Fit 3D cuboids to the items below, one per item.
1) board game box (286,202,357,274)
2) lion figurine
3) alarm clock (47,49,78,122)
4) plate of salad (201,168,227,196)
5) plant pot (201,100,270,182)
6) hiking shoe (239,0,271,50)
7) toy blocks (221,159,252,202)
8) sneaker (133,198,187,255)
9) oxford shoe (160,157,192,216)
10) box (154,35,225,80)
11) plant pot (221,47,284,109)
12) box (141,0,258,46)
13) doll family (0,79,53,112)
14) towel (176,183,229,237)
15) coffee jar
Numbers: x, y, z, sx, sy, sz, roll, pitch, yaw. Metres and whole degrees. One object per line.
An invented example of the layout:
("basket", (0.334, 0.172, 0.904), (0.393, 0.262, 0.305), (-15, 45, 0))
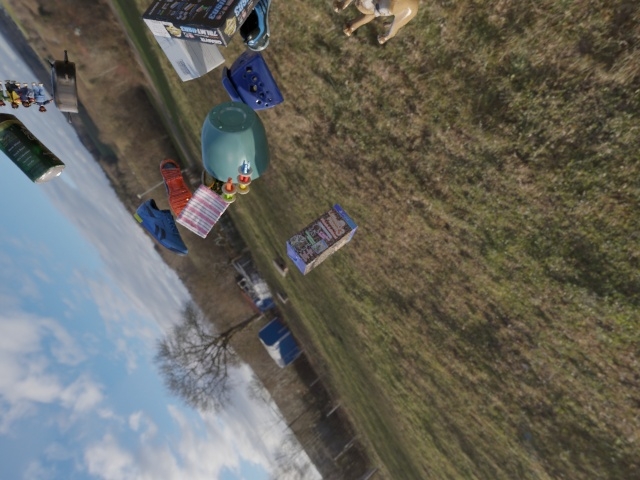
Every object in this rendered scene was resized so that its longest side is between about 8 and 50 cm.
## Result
("board game box", (0.000, 0.000, 1.854), (0.141, 0.291, 0.232), (51, 167, 9))
("lion figurine", (0.202, -0.708, 1.199), (0.241, 0.392, 0.142), (-15, 104, 39))
("alarm clock", (-0.691, -0.400, 1.092), (0.129, 0.064, 0.192), (68, 149, 29))
("plate of salad", (-0.465, -0.246, 1.840), (0.200, 0.048, 0.199), (49, -149, -44))
("plant pot", (-0.354, -0.424, 1.665), (0.293, 0.293, 0.235), (46, 154, 20))
("hiking shoe", (-0.224, -0.798, 1.331), (0.132, 0.113, 0.303), (-50, -45, -74))
("toy blocks", (-0.298, -0.215, 1.439), (0.054, 0.123, 0.148), (42, 146, 11))
("sneaker", (-0.453, -0.041, 1.178), (0.209, 0.082, 0.069), (41, 178, 13))
("oxford shoe", (-0.619, -0.225, 1.740), (0.098, 0.097, 0.270), (41, 142, 55))
("box", (-0.456, -0.672, 1.403), (0.181, 0.119, 0.181), (20, 146, 51))
("plant pot", (-0.322, -0.725, 1.858), (0.235, 0.212, 0.235), (58, -171, -38))
("box", (-0.337, -0.727, 1.208), (0.294, 0.295, 0.073), (19, 163, 19))
("doll family", (-1.133, -0.543, 1.529), (0.076, 0.193, 0.111), (-107, 22, -60))
("towel", (-0.498, -0.122, 1.705), (0.144, 0.197, 0.029), (35, -172, -22))
("coffee jar", (-0.758, -0.237, 1.028), (0.184, 0.079, 0.096), (49, -178, -16))
